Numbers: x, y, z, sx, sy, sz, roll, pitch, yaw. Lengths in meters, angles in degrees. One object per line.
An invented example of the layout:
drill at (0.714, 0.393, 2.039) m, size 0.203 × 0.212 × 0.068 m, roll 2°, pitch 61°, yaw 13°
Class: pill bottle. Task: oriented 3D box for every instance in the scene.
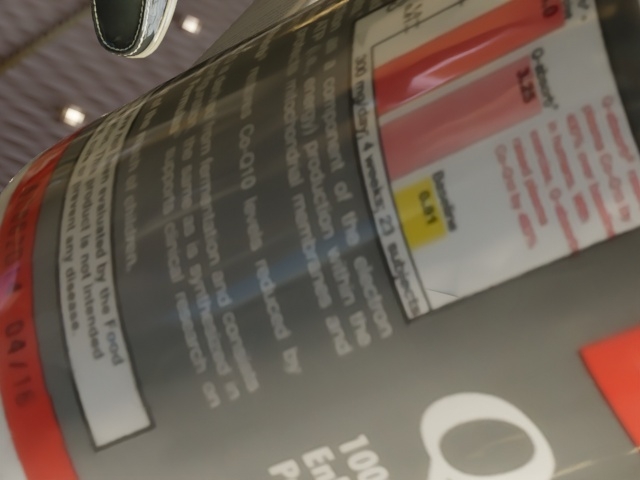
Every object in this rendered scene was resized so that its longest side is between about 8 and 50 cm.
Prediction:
pill bottle at (0.086, -0.001, 0.518) m, size 0.210 × 0.363 × 0.210 m, roll 38°, pitch -141°, yaw -39°

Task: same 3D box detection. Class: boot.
boot at (-0.187, -0.251, 1.347) m, size 0.085 × 0.236 × 0.178 m, roll 16°, pitch -159°, yaw 26°

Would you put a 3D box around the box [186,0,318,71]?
box at (0.000, 0.000, 0.920) m, size 0.215 × 0.168 × 0.345 m, roll 48°, pitch -121°, yaw -13°
